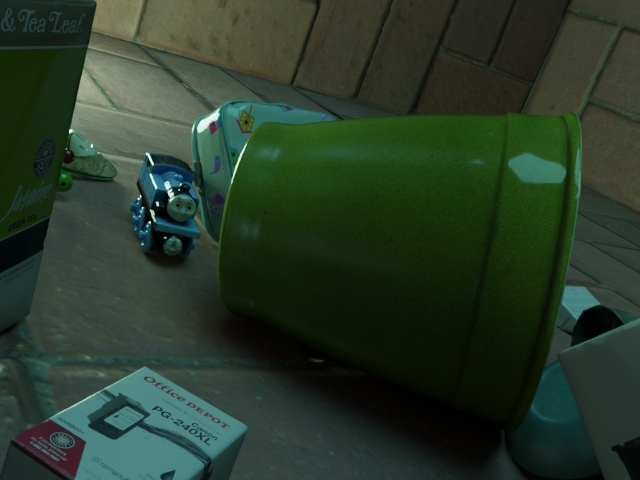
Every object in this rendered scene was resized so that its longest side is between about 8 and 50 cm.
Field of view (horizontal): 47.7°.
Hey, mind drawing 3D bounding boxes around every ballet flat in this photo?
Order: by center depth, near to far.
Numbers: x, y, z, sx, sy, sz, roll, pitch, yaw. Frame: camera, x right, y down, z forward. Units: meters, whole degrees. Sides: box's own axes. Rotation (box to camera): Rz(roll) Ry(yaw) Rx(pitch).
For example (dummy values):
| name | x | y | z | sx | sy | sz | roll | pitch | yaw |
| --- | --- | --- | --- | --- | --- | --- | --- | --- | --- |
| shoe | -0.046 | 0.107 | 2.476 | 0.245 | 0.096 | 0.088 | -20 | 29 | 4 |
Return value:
| name | x | y | z | sx | sy | sz | roll | pitch | yaw |
| --- | --- | --- | --- | --- | --- | --- | --- | --- | --- |
| ballet flat | -0.411 | -0.144 | 1.122 | 0.206 | 0.067 | 0.073 | 9 | 20 | -34 |

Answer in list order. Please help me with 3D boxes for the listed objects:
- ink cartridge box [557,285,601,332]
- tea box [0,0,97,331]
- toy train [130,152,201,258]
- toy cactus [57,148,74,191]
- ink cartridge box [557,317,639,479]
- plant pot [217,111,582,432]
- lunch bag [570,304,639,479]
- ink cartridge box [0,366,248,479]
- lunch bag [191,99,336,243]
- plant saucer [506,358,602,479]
| name | x | y | z | sx | sy | sz | roll | pitch | yaw |
| --- | --- | --- | --- | --- | --- | --- | --- | --- | --- |
| ink cartridge box | 0.489 | 0.158 | 1.309 | 0.145 | 0.045 | 0.179 | 4 | 42 | -42 |
| tea box | -0.367 | -0.063 | 0.529 | 0.220 | 0.323 | 0.329 | 22 | 17 | 5 |
| toy train | -0.213 | -0.049 | 1.002 | 0.080 | 0.105 | 0.184 | 11 | 20 | -26 |
| toy cactus | -0.438 | -0.157 | 1.017 | 0.219 | 0.112 | 0.180 | 22 | 42 | -8 |
| ink cartridge box | 0.355 | 0.211 | 0.596 | 0.226 | 0.131 | 0.306 | 4 | 61 | -40 |
| plant pot | 0.079 | 0.002 | 0.855 | 0.353 | 0.366 | 0.366 | 12 | 17 | 8 |
| lunch bag | 0.452 | 0.207 | 0.894 | 0.235 | 0.169 | 0.287 | 18 | 23 | -4 |
| ink cartridge box | -0.140 | 0.165 | 0.537 | 0.109 | 0.063 | 0.150 | 26 | 19 | 16 |
| lunch bag | -0.072 | -0.095 | 1.134 | 0.108 | 0.224 | 0.279 | -14 | -8 | 43 |
| plant saucer | 0.284 | 0.173 | 0.791 | 0.037 | 0.195 | 0.195 | 54 | 10 | -17 |
